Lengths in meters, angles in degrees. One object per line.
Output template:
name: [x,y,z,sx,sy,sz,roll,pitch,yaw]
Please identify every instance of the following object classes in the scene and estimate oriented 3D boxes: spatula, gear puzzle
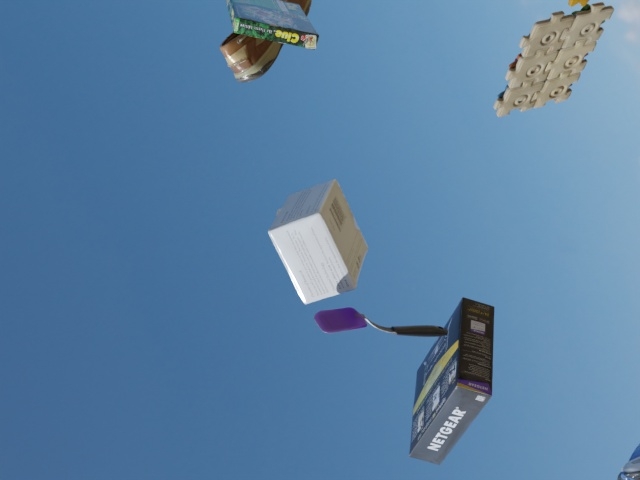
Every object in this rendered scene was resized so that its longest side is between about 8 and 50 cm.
spatula: [0.127,0.168,1.669,0.296,0.030,0.084,10,-160,-27]
gear puzzle: [0.406,-0.350,1.466,0.175,0.339,0.044,-16,-119,-16]

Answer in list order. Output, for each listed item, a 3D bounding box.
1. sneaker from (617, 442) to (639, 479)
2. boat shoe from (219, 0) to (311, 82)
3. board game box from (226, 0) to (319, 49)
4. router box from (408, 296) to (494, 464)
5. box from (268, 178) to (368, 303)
sneaker: [0.400,0.215,0.835,0.080,0.211,0.081,56,-134,-19]
boat shoe: [-0.125,-0.507,1.938,0.120,0.123,0.324,47,-128,-29]
board game box: [-0.087,-0.377,1.429,0.259,0.136,0.030,-107,27,-63]
router box: [0.290,0.315,1.875,0.081,0.309,0.243,17,-133,-4]
box: [0.000,0.000,1.718,0.182,0.119,0.181,64,-158,-19]
